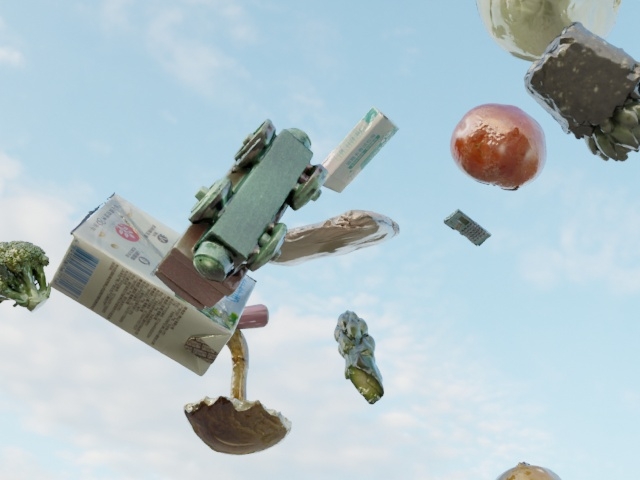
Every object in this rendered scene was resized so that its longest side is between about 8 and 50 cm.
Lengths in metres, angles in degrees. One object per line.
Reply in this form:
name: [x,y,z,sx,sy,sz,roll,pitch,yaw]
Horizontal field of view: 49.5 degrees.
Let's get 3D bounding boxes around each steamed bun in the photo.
steamed bun: [0.404,-0.483,1.277,0.233,0.312,0.334,15,11,43]

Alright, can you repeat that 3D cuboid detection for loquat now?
loquat: [0.345,0.437,1.148,0.141,0.141,0.141,8,-38,6]

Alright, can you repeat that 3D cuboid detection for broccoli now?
broccoli: [-0.480,0.059,1.089,0.131,0.130,0.120,-41,-88,21]

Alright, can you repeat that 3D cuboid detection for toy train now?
toy train: [-0.120,-0.044,1.073,0.150,0.304,0.221,39,-38,-11]

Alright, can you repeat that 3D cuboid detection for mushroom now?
mushroom: [-0.169,0.316,1.490,0.233,0.302,0.208,10,-1,-10]

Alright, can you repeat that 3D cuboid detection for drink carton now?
drink carton: [-0.301,0.077,1.271,0.324,0.194,0.132,32,-64,-6]

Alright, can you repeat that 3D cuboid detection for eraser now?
eraser: [0.088,-0.219,1.696,0.225,0.052,0.095,-48,-29,15]

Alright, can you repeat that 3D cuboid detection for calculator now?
calculator: [0.392,-0.032,1.848,0.057,0.018,0.172,-41,-47,20]

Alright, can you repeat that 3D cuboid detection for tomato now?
tomato: [0.437,-0.230,1.667,0.232,0.232,0.188,16,-64,-5]

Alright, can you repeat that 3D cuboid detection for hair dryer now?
hair dryer: [-0.189,0.183,1.570,0.106,0.054,0.154,-5,-13,-27]

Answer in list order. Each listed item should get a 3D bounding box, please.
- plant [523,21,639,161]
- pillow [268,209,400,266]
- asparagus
plant: [0.389,-0.205,0.978,0.194,0.132,0.129,42,-75,0]
pillow: [0.000,0.000,1.273,0.270,0.067,0.173,-15,-13,16]
asparagus: [0.066,0.202,1.320,0.080,0.287,0.080,-1,-68,-3]
